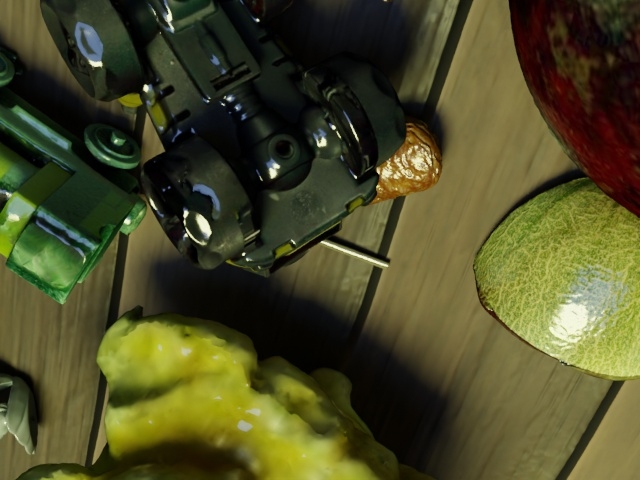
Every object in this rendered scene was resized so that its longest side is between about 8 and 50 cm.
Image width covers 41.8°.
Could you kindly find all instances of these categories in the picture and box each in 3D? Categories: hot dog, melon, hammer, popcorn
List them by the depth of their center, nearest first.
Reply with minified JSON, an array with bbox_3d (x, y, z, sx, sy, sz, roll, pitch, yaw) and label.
[{"bbox_3d":[0.187,0.024,0.554,0.160,0.079,0.128,17,122,6],"label":"melon"},{"bbox_3d":[0.045,-0.053,0.575,0.083,0.035,0.058,-15,112,28],"label":"hot dog"},{"bbox_3d":[0.000,0.000,0.628,0.110,0.019,0.035,22,121,0],"label":"hammer"},{"bbox_3d":[-0.053,0.233,0.632,0.335,0.274,0.279,47,165,30],"label":"popcorn"}]

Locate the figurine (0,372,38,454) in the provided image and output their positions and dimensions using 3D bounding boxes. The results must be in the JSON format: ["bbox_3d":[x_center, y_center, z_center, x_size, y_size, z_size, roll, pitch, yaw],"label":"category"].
[{"bbox_3d":[-0.307,0.161,0.766,0.086,0.094,0.082,-8,77,-11],"label":"figurine"}]

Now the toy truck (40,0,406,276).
[{"bbox_3d":[-0.067,-0.085,0.528,0.147,0.165,0.224,-34,92,-17],"label":"toy truck"}]

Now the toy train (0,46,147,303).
[{"bbox_3d":[-0.220,-0.059,0.588,0.200,0.132,0.083,33,120,-7],"label":"toy train"}]

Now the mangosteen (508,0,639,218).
[{"bbox_3d":[0.225,-0.135,0.348,0.312,0.311,0.311,6,119,12],"label":"mangosteen"}]
